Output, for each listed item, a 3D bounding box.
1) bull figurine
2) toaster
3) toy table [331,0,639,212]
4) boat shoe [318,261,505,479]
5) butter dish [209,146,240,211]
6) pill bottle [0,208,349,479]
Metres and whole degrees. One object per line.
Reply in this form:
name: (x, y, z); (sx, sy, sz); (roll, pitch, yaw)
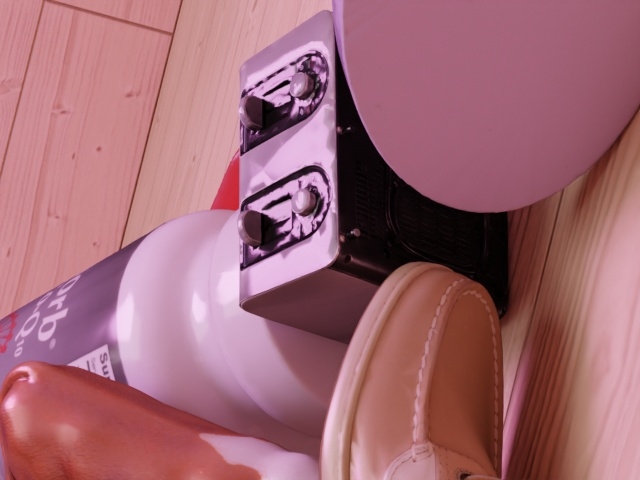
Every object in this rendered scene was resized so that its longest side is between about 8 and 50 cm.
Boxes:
bull figurine: (-0.073, 0.180, 1.031); (0.101, 0.310, 0.188); (-33, -41, -46)
toaster: (0.035, -0.030, 1.033); (0.110, 0.186, 0.168); (-21, 61, 41)
toy table: (0.079, -0.168, 0.895); (0.161, 0.252, 0.274); (-105, 18, -45)
boat shoe: (0.071, 0.171, 0.872); (0.110, 0.122, 0.341); (-9, 64, 36)
butter dish: (0.000, 0.000, 1.304); (0.118, 0.160, 0.160); (-43, -16, -49)
pill bottle: (-0.101, 0.101, 1.212); (0.363, 0.210, 0.210); (-28, 44, 40)
